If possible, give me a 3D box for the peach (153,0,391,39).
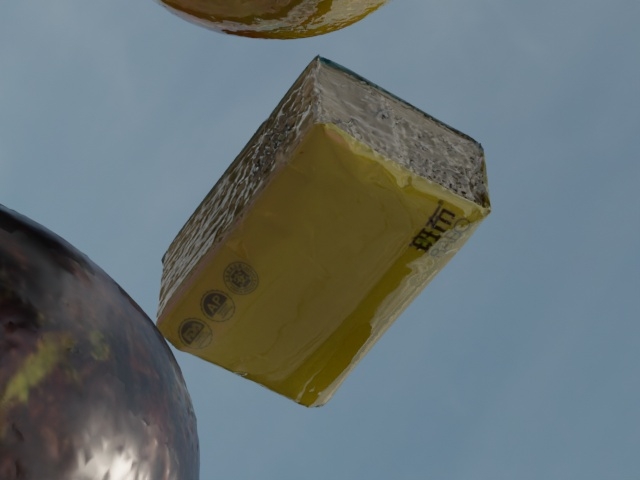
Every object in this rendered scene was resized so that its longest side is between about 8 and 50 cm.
[{"bbox_3d":[-0.010,-0.185,0.841,0.190,0.192,0.190,25,-33,17],"label":"peach"}]

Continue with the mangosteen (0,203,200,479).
[{"bbox_3d":[-0.135,0.089,0.580,0.192,0.192,0.217,-18,-127,46],"label":"mangosteen"}]

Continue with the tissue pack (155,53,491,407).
[{"bbox_3d":[0.000,0.000,1.093,0.169,0.120,0.082,-50,-154,27],"label":"tissue pack"}]
